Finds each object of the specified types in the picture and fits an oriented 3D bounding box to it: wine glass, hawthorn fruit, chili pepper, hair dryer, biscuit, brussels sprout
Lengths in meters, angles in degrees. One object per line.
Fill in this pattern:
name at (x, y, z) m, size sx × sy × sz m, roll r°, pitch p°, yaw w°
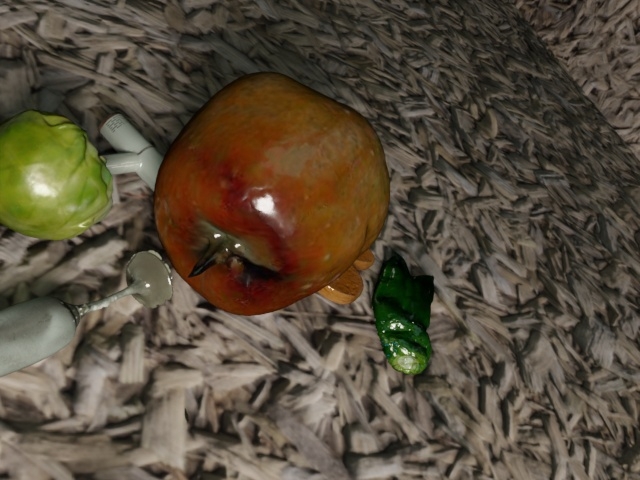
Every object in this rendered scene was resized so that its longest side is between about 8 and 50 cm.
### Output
wine glass at (-0.263, 0.078, 0.848) m, size 0.074 × 0.074 × 0.262 m, roll 47°, pitch 35°, yaw 13°
hawthorn fruit at (-0.073, -0.040, 1.005) m, size 0.268 × 0.268 × 0.301 m, roll 39°, pitch 53°, yaw 2°
chili pepper at (0.120, 0.091, 1.199) m, size 0.098 × 0.061 × 0.224 m, roll 23°, pitch 37°, yaw -10°
hair dryer at (-0.268, -0.080, 1.064) m, size 0.155 × 0.044 × 0.183 m, roll 44°, pitch 39°, yaw 11°
biscuit at (0.000, 0.000, 1.217) m, size 0.165 × 0.036 × 0.250 m, roll 16°, pitch 36°, yaw -28°
brussels sprout at (-0.310, -0.062, 0.923) m, size 0.122 × 0.151 × 0.149 m, roll -42°, pitch 109°, yaw -28°
